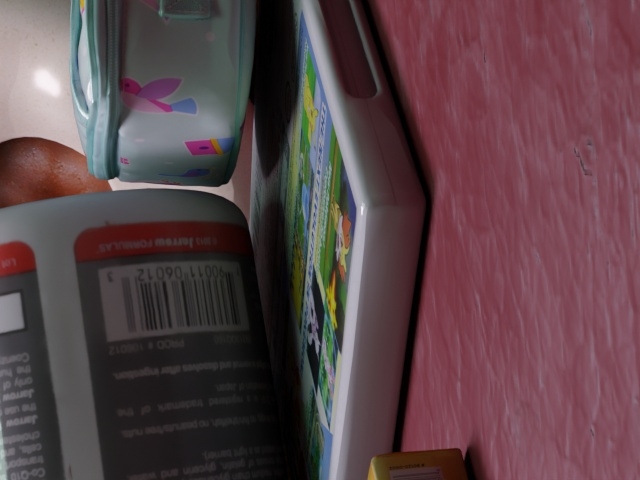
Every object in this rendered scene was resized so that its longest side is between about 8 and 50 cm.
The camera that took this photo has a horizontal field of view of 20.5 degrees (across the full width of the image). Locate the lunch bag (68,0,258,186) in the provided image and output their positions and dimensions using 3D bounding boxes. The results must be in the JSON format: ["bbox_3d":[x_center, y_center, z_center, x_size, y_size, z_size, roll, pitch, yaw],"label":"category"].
[{"bbox_3d":[-0.090,-0.180,1.041,0.224,0.108,0.279,115,156,-80],"label":"lunch bag"}]

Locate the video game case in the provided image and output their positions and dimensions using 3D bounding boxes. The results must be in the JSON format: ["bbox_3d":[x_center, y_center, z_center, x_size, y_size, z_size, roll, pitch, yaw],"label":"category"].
[{"bbox_3d":[0.000,0.000,1.018,0.300,0.036,0.329,-104,14,-45],"label":"video game case"}]

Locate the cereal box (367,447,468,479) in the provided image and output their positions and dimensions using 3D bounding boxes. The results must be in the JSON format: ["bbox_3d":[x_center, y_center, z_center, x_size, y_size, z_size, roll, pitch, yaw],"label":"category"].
[{"bbox_3d":[0.045,0.231,0.809,0.240,0.047,0.173,96,166,-50],"label":"cereal box"}]

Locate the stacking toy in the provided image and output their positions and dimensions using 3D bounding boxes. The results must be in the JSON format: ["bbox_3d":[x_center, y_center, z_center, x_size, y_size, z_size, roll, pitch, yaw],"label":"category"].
[{"bbox_3d":[-0.186,-0.112,1.464,0.480,0.351,0.350,-79,-10,-64],"label":"stacking toy"}]

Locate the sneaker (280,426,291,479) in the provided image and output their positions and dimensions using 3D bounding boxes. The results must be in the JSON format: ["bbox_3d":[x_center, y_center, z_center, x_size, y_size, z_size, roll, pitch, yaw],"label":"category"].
[{"bbox_3d":[-0.034,0.117,1.221,0.084,0.070,0.185,76,-174,-56],"label":"sneaker"}]

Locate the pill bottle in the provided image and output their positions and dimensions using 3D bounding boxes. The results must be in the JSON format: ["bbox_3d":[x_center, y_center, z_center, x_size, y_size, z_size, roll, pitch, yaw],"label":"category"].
[{"bbox_3d":[-0.122,0.165,1.069,0.210,0.210,0.362,130,132,-77],"label":"pill bottle"}]
